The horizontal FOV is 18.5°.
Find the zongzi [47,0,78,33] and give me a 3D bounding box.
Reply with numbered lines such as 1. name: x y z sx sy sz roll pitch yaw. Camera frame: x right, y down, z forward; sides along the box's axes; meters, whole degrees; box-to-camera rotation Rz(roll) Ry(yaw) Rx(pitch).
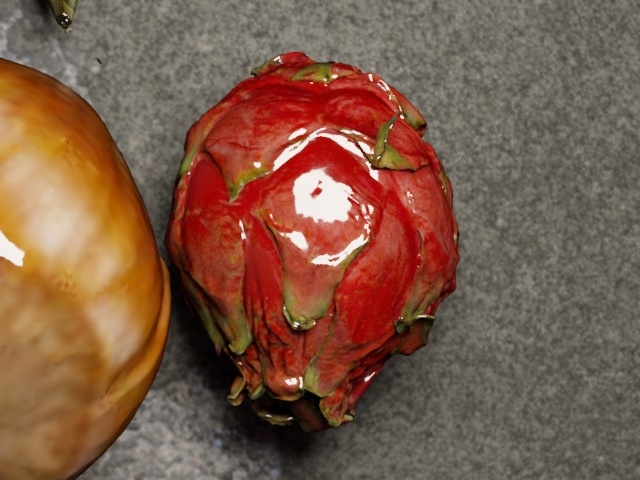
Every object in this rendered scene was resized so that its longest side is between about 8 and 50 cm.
1. zongzi: -0.272 -0.308 1.578 0.221 0.112 0.242 17 77 -15

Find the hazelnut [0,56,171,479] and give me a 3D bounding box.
1. hazelnut: -0.266 0.021 1.434 0.372 0.315 0.372 30 49 -42

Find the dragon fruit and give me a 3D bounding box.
1. dragon fruit: 0.000 0.000 1.542 0.244 0.244 0.299 -2 84 -17
